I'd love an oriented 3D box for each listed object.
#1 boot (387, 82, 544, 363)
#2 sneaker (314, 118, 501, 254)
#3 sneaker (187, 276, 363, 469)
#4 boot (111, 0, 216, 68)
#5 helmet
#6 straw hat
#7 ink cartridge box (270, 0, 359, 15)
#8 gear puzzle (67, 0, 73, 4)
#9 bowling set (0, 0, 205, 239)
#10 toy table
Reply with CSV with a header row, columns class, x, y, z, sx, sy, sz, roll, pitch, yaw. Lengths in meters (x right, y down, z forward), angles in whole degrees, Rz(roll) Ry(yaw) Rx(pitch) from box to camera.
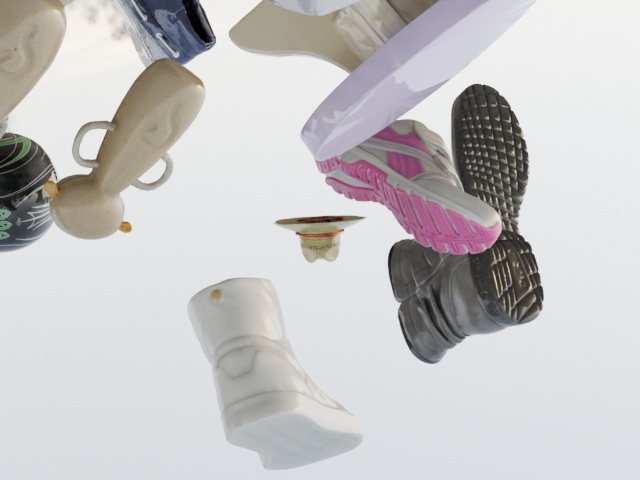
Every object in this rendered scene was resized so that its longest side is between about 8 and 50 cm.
class,x,y,z,sx,sy,sz,roll,pitch,yaw
boot,0.166,-0.022,1.930,0.118,0.338,0.223,11,158,-33
sneaker,0.111,-0.079,1.670,0.252,0.103,0.111,33,-111,28
sneaker,-0.042,0.122,1.409,0.108,0.169,0.292,-21,159,4
boot,-0.185,-0.280,1.609,0.086,0.190,0.069,-22,-168,38
helmet,-0.417,-0.064,1.906,0.162,0.169,0.169,-14,-165,-33
straw hat,0.000,0.000,2.035,0.145,0.061,0.144,-2,-175,0
ink cartridge box,0.102,-0.391,1.197,0.385,0.308,0.091,-25,-149,-24
gear puzzle,-0.251,-0.354,1.765,0.339,0.044,0.175,-29,180,-10
bowling set,-0.229,-0.115,0.881,0.154,0.287,0.200,-53,-141,13
toy table,0.058,-0.220,1.374,0.274,0.161,0.252,-37,170,-1
